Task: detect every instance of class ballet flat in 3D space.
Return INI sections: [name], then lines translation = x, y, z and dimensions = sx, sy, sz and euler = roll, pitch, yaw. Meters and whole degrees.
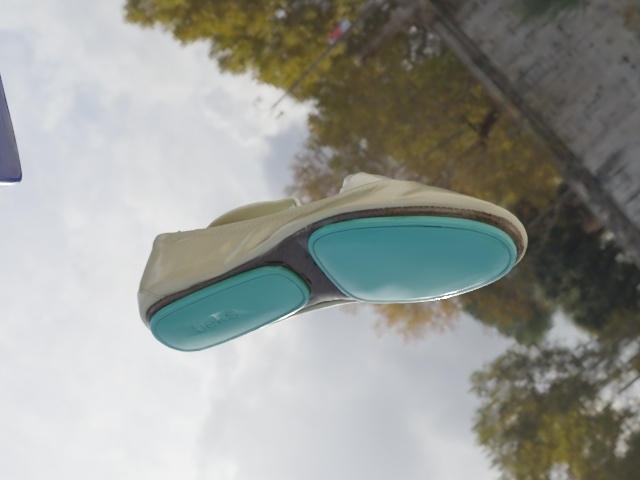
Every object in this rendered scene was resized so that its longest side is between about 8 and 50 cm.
[ballet flat]
translation = 0.000, 0.000, 0.674
dimensions = 0.086, 0.248, 0.086
euler = -14, -90, -69

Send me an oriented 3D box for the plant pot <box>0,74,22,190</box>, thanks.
[plant pot]
translation = -0.438, -0.131, 1.010
dimensions = 0.212, 0.236, 0.236
euler = -25, -79, -76
